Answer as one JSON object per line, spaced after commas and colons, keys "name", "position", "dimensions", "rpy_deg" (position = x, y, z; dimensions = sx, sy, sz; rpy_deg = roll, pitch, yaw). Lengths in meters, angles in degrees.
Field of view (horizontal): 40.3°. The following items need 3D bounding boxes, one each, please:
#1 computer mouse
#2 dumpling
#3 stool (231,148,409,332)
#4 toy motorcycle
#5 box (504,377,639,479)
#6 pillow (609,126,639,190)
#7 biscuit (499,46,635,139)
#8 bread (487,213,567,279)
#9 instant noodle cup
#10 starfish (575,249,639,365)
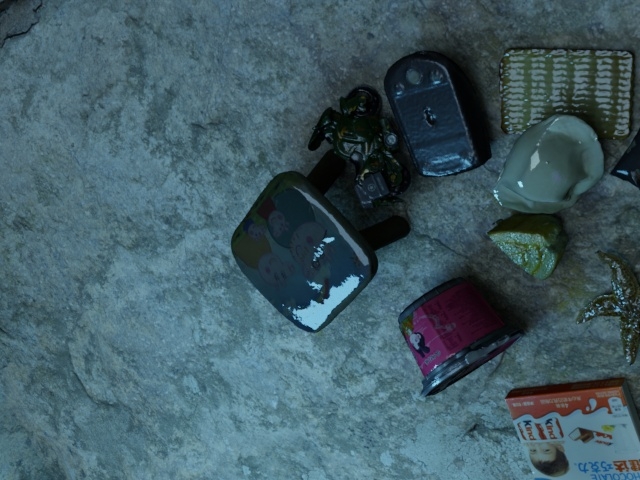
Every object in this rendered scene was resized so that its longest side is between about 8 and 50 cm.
{"name": "computer mouse", "position": [0.242, -0.262, 1.777], "dimensions": [0.170, 0.100, 0.269], "rpy_deg": [-7, 112, 40]}
{"name": "dumpling", "position": [0.453, -0.140, 1.681], "dimensions": [0.179, 0.131, 0.252], "rpy_deg": [23, 132, -4]}
{"name": "stool", "position": [0.000, 0.000, 1.977], "dimensions": [0.310, 0.226, 0.310], "rpy_deg": [48, 129, 7]}
{"name": "toy motorcycle", "position": [0.079, -0.188, 1.876], "dimensions": [0.187, 0.125, 0.274], "rpy_deg": [-24, 80, 4]}
{"name": "box", "position": [0.573, 0.439, 1.914], "dimensions": [0.273, 0.048, 0.265], "rpy_deg": [-16, 102, 36]}
{"name": "pillow", "position": [0.611, -0.159, 1.618], "dimensions": [0.090, 0.048, 0.150], "rpy_deg": [29, 122, 12]}
{"name": "biscuit", "position": [0.467, -0.281, 1.668], "dimensions": [0.254, 0.029, 0.172], "rpy_deg": [8, 116, 30]}
{"name": "bread", "position": [0.431, -0.007, 1.767], "dimensions": [0.156, 0.103, 0.110], "rpy_deg": [38, 136, 1]}
{"name": "instant noodle cup", "position": [0.284, 0.195, 1.886], "dimensions": [0.302, 0.258, 0.181], "rpy_deg": [-45, 69, 37]}
{"name": "starfish", "position": [0.620, 0.139, 1.739], "dimensions": [0.277, 0.062, 0.236], "rpy_deg": [49, 129, 2]}
